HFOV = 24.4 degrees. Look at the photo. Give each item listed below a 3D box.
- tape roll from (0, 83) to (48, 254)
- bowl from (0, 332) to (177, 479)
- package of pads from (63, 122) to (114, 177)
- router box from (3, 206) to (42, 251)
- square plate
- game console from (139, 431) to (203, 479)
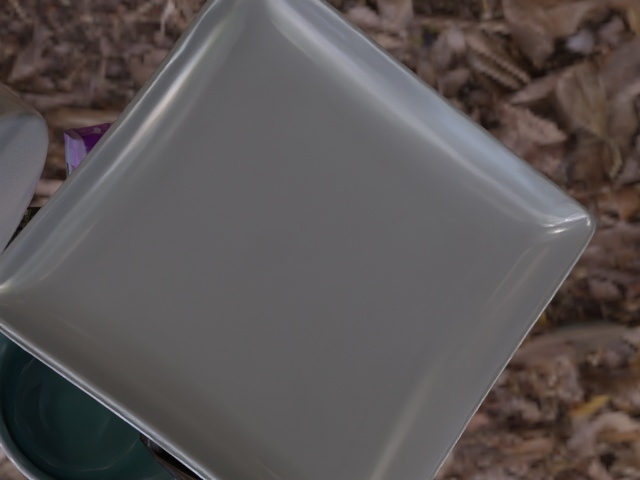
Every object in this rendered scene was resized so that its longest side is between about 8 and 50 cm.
[{"bbox_3d":[-0.343,0.040,1.081,0.072,0.392,0.392,37,134,3],"label":"tape roll"},{"bbox_3d":[-0.299,0.204,1.939,0.311,0.311,0.163,13,157,-18],"label":"bowl"},{"bbox_3d":[-0.181,-0.052,1.212,0.050,0.032,0.083,-11,115,-27],"label":"package of pads"},{"bbox_3d":[-0.322,0.006,1.753,0.092,0.122,0.038,-1,125,0],"label":"router box"},{"bbox_3d":[-0.016,0.017,1.090,0.344,0.347,0.049,38,162,-6],"label":"square plate"},{"bbox_3d":[-0.106,0.131,1.594,0.044,0.213,0.361,-22,126,-44],"label":"game console"}]
